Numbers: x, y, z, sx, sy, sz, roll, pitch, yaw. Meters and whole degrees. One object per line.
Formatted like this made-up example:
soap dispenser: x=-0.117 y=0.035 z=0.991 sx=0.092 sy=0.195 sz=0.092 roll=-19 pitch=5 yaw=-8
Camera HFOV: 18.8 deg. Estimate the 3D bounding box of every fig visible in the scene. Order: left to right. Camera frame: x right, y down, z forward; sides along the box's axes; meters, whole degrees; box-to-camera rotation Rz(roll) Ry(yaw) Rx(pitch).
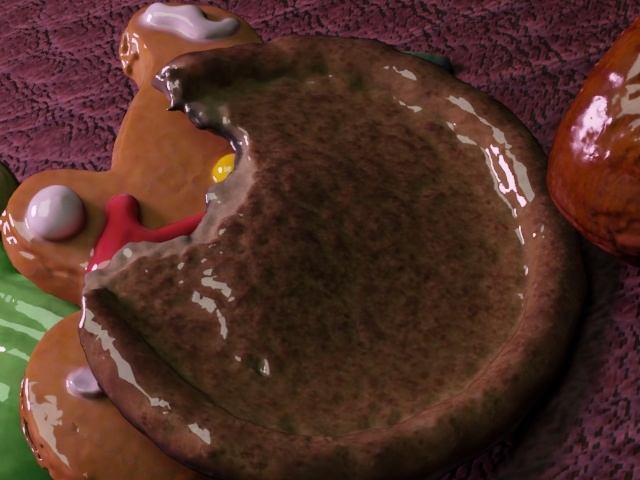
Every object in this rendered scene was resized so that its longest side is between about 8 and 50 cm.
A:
fig: x=0.217 y=-0.034 z=0.927 sx=0.201 sy=0.134 sz=0.146 roll=30 pitch=96 yaw=30

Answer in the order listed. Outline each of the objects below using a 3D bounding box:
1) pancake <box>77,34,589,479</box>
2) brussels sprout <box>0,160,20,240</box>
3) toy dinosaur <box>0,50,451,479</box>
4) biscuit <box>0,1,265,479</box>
pancake: x=0.000 y=0.000 z=0.987 sx=0.288 sy=0.033 sz=0.286 roll=-27 pitch=62 yaw=-28
brussels sprout: x=-0.260 y=-0.005 z=1.238 sx=0.151 sy=0.122 sz=0.149 roll=-19 pitch=34 yaw=17
toy dinosaur: x=-0.077 y=0.075 z=1.028 sx=0.500 sy=0.144 sz=0.374 roll=-25 pitch=49 yaw=-11
biscuit: x=-0.056 y=0.002 z=1.027 sx=0.216 sy=0.047 sz=0.340 roll=23 pitch=48 yaw=4
